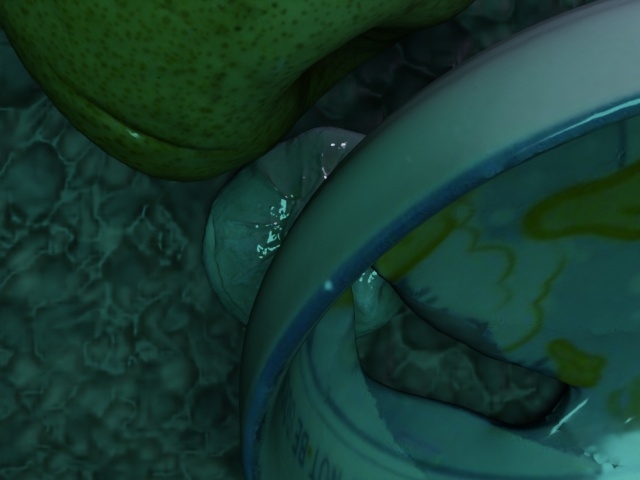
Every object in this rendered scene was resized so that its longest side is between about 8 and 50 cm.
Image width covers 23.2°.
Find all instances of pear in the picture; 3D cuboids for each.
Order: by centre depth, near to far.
[{"bbox_3d":[-0.026,-0.104,0.476,0.167,0.167,0.136,-36,95,-3],"label":"pear"}]

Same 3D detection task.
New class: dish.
[{"bbox_3d":[0.100,0.000,0.502,0.273,0.134,0.273,-8,139,-7],"label":"dish"}]

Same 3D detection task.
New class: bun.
[{"bbox_3d":[0.000,0.000,0.543,0.083,0.045,0.083,0,92,-5],"label":"bun"}]
